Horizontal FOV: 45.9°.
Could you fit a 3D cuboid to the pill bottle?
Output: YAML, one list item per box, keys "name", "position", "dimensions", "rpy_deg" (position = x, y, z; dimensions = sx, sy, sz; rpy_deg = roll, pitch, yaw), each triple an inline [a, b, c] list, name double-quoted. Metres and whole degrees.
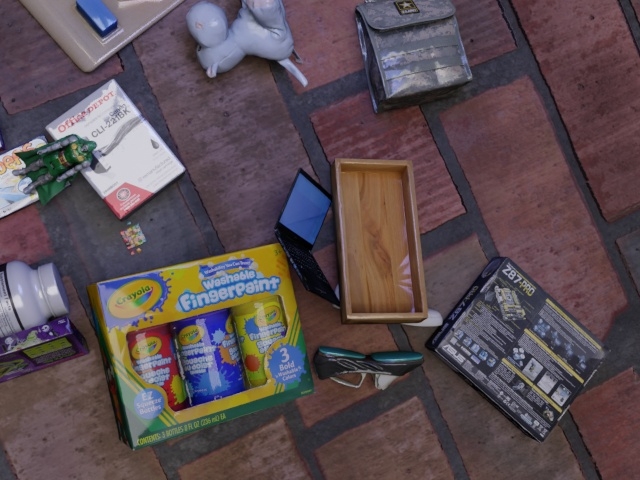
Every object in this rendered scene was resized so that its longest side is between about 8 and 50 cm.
- name: "pill bottle"
  position: [-0.739, 0.156, 1.685]
  dimensions: [0.323, 0.181, 0.181]
  rpy_deg: [-18, 92, -13]

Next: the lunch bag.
- name: "lunch bag"
  position: [0.229, -0.497, 1.924]
  dimensions: [0.235, 0.169, 0.287]
  rpy_deg: [-13, 83, -9]

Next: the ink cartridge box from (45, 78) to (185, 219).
- name: "ink cartridge box"
  position: [-0.480, -0.211, 1.786]
  dimensions: [0.197, 0.114, 0.273]
  rpy_deg: [-39, 96, -10]

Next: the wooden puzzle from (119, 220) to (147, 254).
- name: "wooden puzzle"
  position: [-0.455, -0.009, 1.840]
  dimensions: [0.049, 0.006, 0.083]
  rpy_deg: [-27, 94, -12]

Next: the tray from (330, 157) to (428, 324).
- name: "tray"
  position: [0.141, 0.000, 1.880]
  dimensions: [0.203, 0.076, 0.411]
  rpy_deg: [0, 72, -12]

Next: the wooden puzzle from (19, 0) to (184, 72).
- name: "wooden puzzle"
  position: [-0.533, -0.629, 1.805]
  dimensions: [0.348, 0.080, 0.322]
  rpy_deg: [-42, 97, -10]

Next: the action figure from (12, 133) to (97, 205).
- name: "action figure"
  position: [-0.586, -0.175, 1.691]
  dimensions: [0.232, 0.063, 0.137]
  rpy_deg: [-22, 105, 27]

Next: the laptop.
- name: "laptop"
  position: [0.000, 0.000, 1.804]
  dimensions: [0.136, 0.234, 0.264]
  rpy_deg: [-35, 66, 9]

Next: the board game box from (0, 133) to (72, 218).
- name: "board game box"
  position: [-0.710, -0.145, 1.775]
  dimensions: [0.201, 0.035, 0.136]
  rpy_deg: [-29, 94, -12]

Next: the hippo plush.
- name: "hippo plush"
  position: [-0.198, -0.516, 1.841]
  dimensions: [0.237, 0.234, 0.294]
  rpy_deg: [-18, 135, 5]

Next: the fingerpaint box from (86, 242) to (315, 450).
- name: "fingerpaint box"
  position: [-0.270, 0.229, 1.746]
  dimensions: [0.445, 0.163, 0.371]
  rpy_deg: [-12, 90, -26]

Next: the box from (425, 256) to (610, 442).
- name: "box"
  position: [0.522, 0.284, 1.995]
  dimensions: [0.395, 0.097, 0.318]
  rpy_deg: [40, 83, -8]

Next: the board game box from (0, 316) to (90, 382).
- name: "board game box"
  position: [-0.706, 0.267, 1.675]
  dimensions: [0.347, 0.208, 0.056]
  rpy_deg: [-18, 68, -13]

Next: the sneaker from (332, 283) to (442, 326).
- name: "sneaker"
  position: [0.183, 0.144, 1.920]
  dimensions: [0.290, 0.106, 0.123]
  rpy_deg: [14, 88, -10]

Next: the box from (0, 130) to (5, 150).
- name: "box"
  position: [-0.866, -0.330, 1.736]
  dimensions: [0.201, 0.057, 0.293]
  rpy_deg: [-14, 91, -13]

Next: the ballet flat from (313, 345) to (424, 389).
- name: "ballet flat"
  position: [0.121, 0.324, 1.917]
  dimensions: [0.280, 0.095, 0.096]
  rpy_deg: [4, 97, -2]
